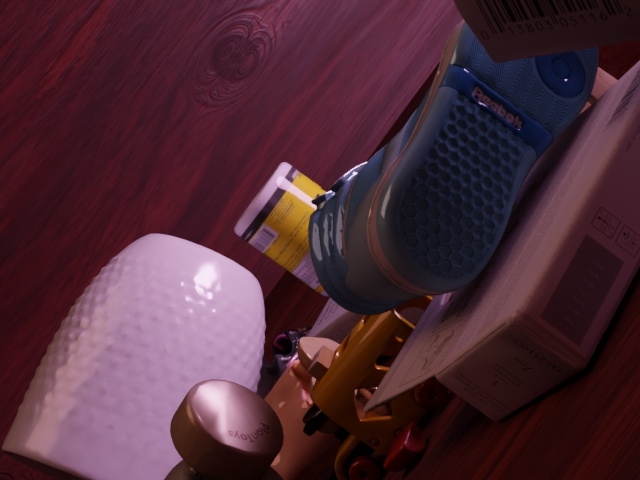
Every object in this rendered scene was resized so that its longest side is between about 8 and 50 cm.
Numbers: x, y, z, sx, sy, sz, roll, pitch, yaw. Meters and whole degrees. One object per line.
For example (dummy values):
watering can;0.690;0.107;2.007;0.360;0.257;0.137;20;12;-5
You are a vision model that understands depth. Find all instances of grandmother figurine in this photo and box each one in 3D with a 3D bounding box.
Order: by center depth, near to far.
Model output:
grandmother figurine;-0.078;0.264;1.556;0.342;0.104;0.208;-52;23;22

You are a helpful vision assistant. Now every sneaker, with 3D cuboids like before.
sneaker;0.093;-0.072;1.271;0.319;0.127;0.208;-54;12;-30
sneaker;-0.022;0.141;2.063;0.072;0.077;0.178;-51;5;26

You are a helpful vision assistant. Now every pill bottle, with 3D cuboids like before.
pill bottle;0.000;0.000;2.058;0.119;0.208;0.119;-54;5;7

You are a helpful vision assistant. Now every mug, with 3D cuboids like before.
mug;-0.191;0.192;2.024;0.276;0.374;0.328;11;72;38

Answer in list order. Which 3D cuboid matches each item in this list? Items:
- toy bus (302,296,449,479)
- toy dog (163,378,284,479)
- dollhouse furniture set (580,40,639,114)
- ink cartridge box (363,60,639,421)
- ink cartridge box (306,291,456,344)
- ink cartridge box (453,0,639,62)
toy bus;0.041;0.130;1.353;0.202;0.104;0.191;-55;5;-25
toy dog;-0.047;0.263;1.097;0.220;0.161;0.333;128;152;-48
dollhouse furniture set;0.253;-0.213;1.452;0.201;0.152;0.374;-56;5;-26
ink cartridge box;0.174;0.005;1.174;0.296;0.066;0.261;-56;5;-29
ink cartridge box;0.099;0.004;1.774;0.330;0.071;0.324;-39;14;49
ink cartridge box;0.301;-0.293;1.105;0.308;0.091;0.385;-5;42;41
